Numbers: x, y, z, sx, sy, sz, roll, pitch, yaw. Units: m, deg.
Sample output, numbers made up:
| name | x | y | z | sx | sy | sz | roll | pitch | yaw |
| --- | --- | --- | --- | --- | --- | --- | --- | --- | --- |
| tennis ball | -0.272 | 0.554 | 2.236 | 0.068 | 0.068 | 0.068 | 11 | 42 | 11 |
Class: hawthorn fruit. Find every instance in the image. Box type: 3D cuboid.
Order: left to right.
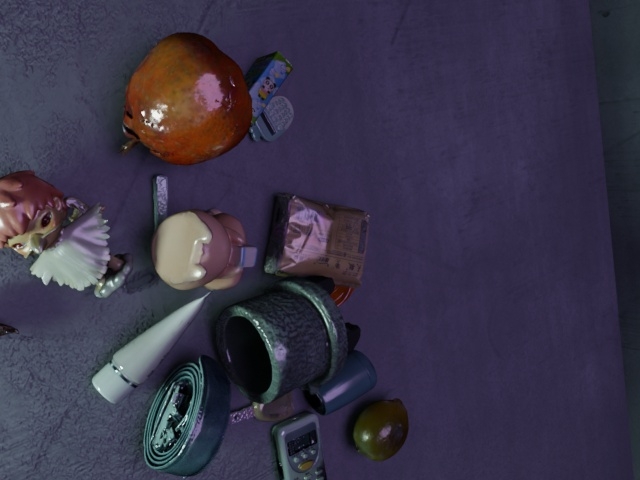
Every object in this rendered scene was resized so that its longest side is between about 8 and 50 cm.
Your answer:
| name | x | y | z | sx | sy | sz | roll | pitch | yaw |
| --- | --- | --- | --- | --- | --- | --- | --- | --- | --- |
| hawthorn fruit | -0.302 | -0.274 | 1.461 | 0.307 | 0.276 | 0.276 | -41 | 118 | -6 |

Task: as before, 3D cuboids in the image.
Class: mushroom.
| name | x | y | z | sx | sy | sz | roll | pitch | yaw |
| --- | --- | --- | --- | --- | --- | --- | --- | --- | --- |
| mushroom | -0.502 | -0.050 | 1.451 | 0.049 | 0.019 | 0.101 | -46 | 118 | -26 |

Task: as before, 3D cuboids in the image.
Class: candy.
| name | x | y | z | sx | sy | sz | roll | pitch | yaw |
| --- | --- | --- | --- | --- | --- | --- | --- | --- | --- |
| candy | -0.156 | -0.358 | 1.656 | 0.062 | 0.097 | 0.194 | 42 | 67 | -29 |

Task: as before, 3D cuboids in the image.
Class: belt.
| name | x | y | z | sx | sy | sz | roll | pitch | yaw |
| --- | --- | --- | --- | --- | --- | --- | --- | --- | --- |
| belt | -0.294 | 0.383 | 1.525 | 0.116 | 0.207 | 0.267 | 31 | 64 | -35 |

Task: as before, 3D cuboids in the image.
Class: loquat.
| name | x | y | z | sx | sy | sz | roll | pitch | yaw |
| --- | --- | --- | --- | --- | --- | --- | --- | --- | --- |
| loquat | 0.174 | 0.527 | 1.943 | 0.195 | 0.152 | 0.152 | -42 | 117 | -19 |

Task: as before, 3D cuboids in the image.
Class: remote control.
| name | x | y | z | sx | sy | sz | roll | pitch | yaw |
| --- | --- | --- | --- | --- | --- | --- | --- | --- | --- |
| remote control | -0.049 | 0.612 | 1.827 | 0.140 | 0.056 | 0.296 | -14 | 101 | -35 |

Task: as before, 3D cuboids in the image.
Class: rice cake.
| name | x | y | z | sx | sy | sz | roll | pitch | yaw |
| --- | --- | --- | --- | --- | --- | --- | --- | --- | --- |
| rice cake | -0.360 | -0.046 | 1.555 | 0.033 | 0.033 | 0.207 | -2 | 95 | -28 |

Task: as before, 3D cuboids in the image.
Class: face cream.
| name | x | y | z | sx | sy | sz | roll | pitch | yaw |
| --- | --- | --- | --- | --- | --- | --- | --- | --- | --- |
| face cream | -0.354 | 0.217 | 1.498 | 0.089 | 0.143 | 0.314 | 45 | 81 | -2 |

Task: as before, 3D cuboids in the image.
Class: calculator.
| name | x | y | z | sx | sy | sz | roll | pitch | yaw |
| --- | --- | --- | --- | --- | --- | --- | --- | --- | --- |
| calculator | -0.125 | -0.303 | 1.731 | 0.153 | 0.021 | 0.095 | -44 | 118 | -28 |

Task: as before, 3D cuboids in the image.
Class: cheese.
| name | x | y | z | sx | sy | sz | roll | pitch | yaw |
| --- | --- | --- | --- | --- | --- | --- | --- | --- | --- |
| cheese | -0.154 | 0.426 | 1.745 | 0.192 | 0.037 | 0.097 | -12 | 99 | -36 |

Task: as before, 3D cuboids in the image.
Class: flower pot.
| name | x | y | z | sx | sy | sz | roll | pitch | yaw |
| --- | --- | --- | --- | --- | --- | --- | --- | --- | --- |
| flower pot | -0.071 | 0.242 | 1.648 | 0.283 | 0.299 | 0.298 | -21 | 105 | -40 |

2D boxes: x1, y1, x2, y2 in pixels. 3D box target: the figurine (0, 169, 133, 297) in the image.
| name | x | y | z | sx | sy | sz | roll | pitch | yaw |
| --- | --- | --- | --- | --- | --- | --- | --- | --- | --- |
| figurine | -0.540 | -0.027 | 1.325 | 0.207 | 0.166 | 0.387 | -38 | 127 | 14 |

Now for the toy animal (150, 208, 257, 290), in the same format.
| name | x | y | z | sx | sy | sz | roll | pitch | yaw |
| --- | --- | --- | --- | --- | --- | --- | --- | --- | --- |
| toy animal | -0.244 | 0.017 | 1.512 | 0.256 | 0.213 | 0.195 | 12 | 85 | -58 |

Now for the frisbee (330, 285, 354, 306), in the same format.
| name | x | y | z | sx | sy | sz | roll | pitch | yaw |
| --- | --- | --- | --- | --- | --- | --- | --- | --- | --- |
| frisbee | 0.035 | 0.090 | 1.873 | 0.192 | 0.035 | 0.192 | -3 | 94 | -37 |

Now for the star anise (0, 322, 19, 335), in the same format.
| name | x | y | z | sx | sy | sz | roll | pitch | yaw |
| --- | --- | --- | --- | --- | --- | --- | --- | --- | --- |
| star anise | -0.662 | 0.174 | 1.314 | 0.129 | 0.056 | 0.124 | -41 | 105 | -32 |

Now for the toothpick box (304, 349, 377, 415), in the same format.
| name | x | y | z | sx | sy | sz | roll | pitch | yaw |
| --- | --- | --- | --- | --- | --- | --- | --- | --- | --- |
| toothpick box | 0.050 | 0.385 | 1.852 | 0.184 | 0.120 | 0.120 | -27 | 109 | -30 |

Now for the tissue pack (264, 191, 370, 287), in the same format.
| name | x | y | z | sx | sy | sz | roll | pitch | yaw |
| --- | --- | --- | --- | --- | --- | --- | --- | --- | --- |
| tissue pack | 0.000 | 0.000 | 1.767 | 0.257 | 0.123 | 0.214 | 11 | 86 | -27 |
